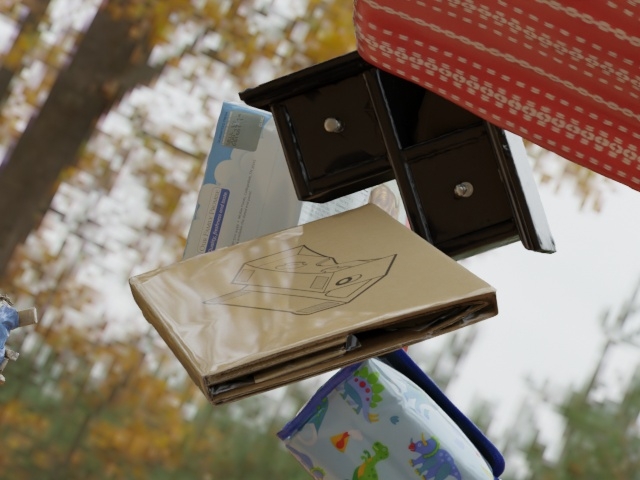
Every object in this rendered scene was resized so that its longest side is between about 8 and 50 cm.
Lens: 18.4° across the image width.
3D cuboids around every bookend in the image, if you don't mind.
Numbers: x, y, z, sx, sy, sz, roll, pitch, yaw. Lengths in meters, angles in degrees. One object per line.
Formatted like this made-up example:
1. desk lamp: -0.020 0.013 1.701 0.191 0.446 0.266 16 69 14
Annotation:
1. bookend: 0.050 -0.045 1.256 0.157 0.156 0.072 -18 -6 14

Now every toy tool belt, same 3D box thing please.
1. toy tool belt: -0.224 0.074 1.311 0.051 0.083 0.052 18 -28 2

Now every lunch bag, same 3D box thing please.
1. lunch bag: 0.049 0.136 1.282 0.129 0.096 0.151 46 1 5

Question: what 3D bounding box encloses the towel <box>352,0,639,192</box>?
1. towel: 0.095 -0.055 0.534 0.199 0.031 0.275 27 -11 7

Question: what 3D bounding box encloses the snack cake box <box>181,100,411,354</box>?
1. snack cake box: 0.000 0.000 1.518 0.089 0.152 0.264 11 -7 26

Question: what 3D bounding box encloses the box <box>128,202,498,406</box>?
1. box: -0.010 0.031 1.115 0.201 0.164 0.021 -141 -144 -69
